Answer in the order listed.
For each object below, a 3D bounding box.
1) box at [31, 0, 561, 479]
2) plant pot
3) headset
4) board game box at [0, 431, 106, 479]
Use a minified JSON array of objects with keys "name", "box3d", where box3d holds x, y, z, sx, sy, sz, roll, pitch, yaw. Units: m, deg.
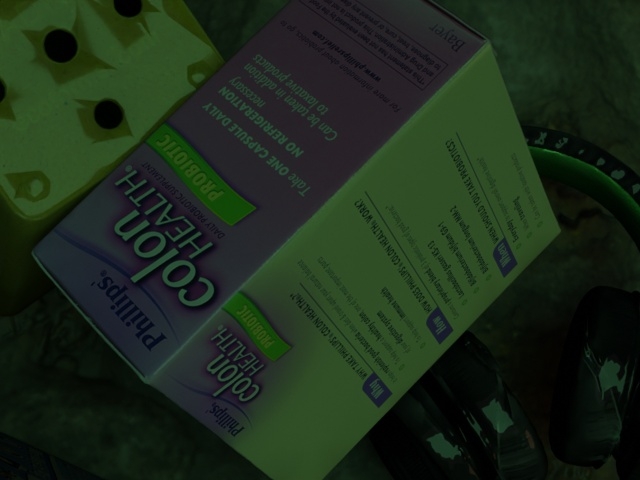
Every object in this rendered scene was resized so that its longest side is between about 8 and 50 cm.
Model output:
[{"name":"box","box3d":[0.000,0.000,0.719,0.243,0.213,0.117,-46,57,-6]},{"name":"plant pot","box3d":[-0.163,-0.097,0.749,0.212,0.187,0.212,-36,96,-15]},{"name":"headset","box3d":[0.148,0.105,0.805,0.243,0.185,0.394,-13,75,-2]},{"name":"board game box","box3d":[-0.090,0.207,0.685,0.302,0.308,0.086,28,80,-11]}]
